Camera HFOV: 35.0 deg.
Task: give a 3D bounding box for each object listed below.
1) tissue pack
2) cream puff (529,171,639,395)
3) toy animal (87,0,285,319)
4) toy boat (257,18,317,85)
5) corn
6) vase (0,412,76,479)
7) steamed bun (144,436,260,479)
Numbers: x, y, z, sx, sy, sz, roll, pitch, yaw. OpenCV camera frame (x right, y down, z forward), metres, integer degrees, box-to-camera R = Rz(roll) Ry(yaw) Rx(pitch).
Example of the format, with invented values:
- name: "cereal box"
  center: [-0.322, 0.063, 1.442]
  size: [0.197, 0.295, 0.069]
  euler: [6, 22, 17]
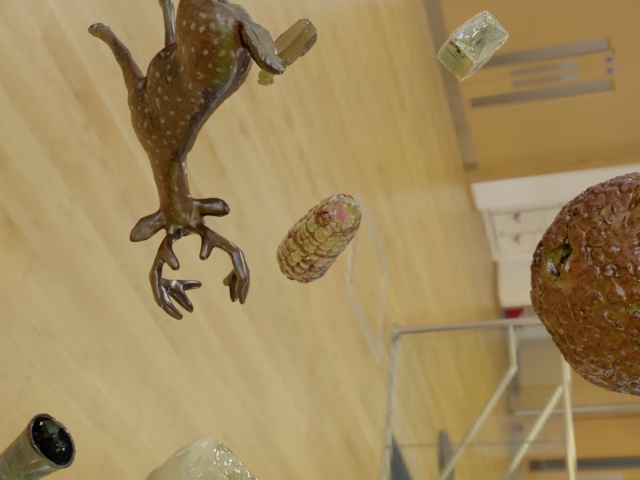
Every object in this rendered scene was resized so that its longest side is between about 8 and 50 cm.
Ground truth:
- name: "tissue pack"
  center: [0.212, -0.270, 1.409]
  size: [0.059, 0.074, 0.094]
  euler: [51, -8, 2]
- name: "cream puff"
  center: [0.422, 0.042, 1.237]
  size: [0.212, 0.302, 0.303]
  euler: [116, -22, -61]
- name: "toy animal"
  center: [-0.108, -0.091, 0.776]
  size: [0.260, 0.087, 0.243]
  euler: [68, -28, 22]
- name: "toy boat"
  center: [-0.055, -0.314, 1.701]
  size: [0.149, 0.047, 0.049]
  euler: [-50, 135, -26]
- name: "corn"
  center: [0.000, 0.000, 1.547]
  size: [0.280, 0.092, 0.092]
  euler: [137, -47, -68]
- name: "vase"
  center: [-0.311, 0.232, 0.967]
  size: [0.059, 0.167, 0.059]
  euler: [47, 18, -21]
- name: "steamed bun"
  center: [-0.184, 0.493, 1.647]
  size: [0.203, 0.276, 0.289]
  euler: [-46, 157, -41]
